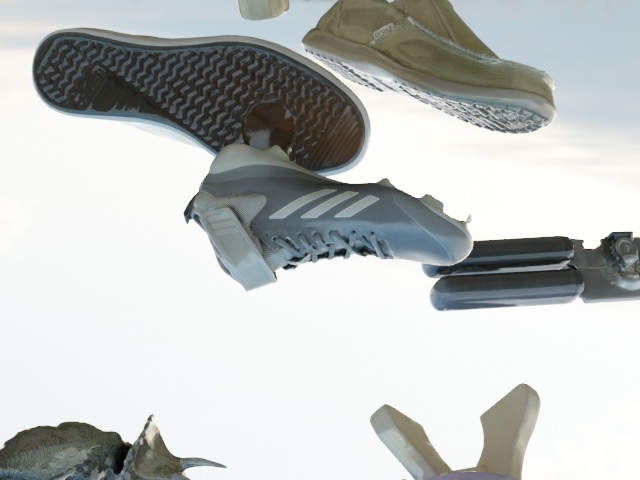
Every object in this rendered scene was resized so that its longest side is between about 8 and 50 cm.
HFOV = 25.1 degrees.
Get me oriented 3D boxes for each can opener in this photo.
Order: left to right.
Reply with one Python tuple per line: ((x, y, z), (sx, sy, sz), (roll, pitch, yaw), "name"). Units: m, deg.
((0.233, 0.042, 1.509), (0.283, 0.076, 0.095), (-3, 155, -21), "can opener")

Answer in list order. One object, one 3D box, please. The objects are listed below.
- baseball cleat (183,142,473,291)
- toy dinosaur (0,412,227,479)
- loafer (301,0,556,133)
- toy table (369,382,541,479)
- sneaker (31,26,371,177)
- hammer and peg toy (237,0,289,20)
((0.000, 0.000, 0.991), (0.206, 0.109, 0.072), (18, 156, 30), "baseball cleat")
((-0.272, 0.228, 1.463), (0.313, 0.121, 0.160), (10, 141, -33), "toy dinosaur")
((0.094, -0.164, 1.224), (0.268, 0.092, 0.102), (24, -179, 39), "loafer")
((0.161, 0.286, 1.579), (0.252, 0.274, 0.161), (-33, -140, 9), "toy table")
((-0.085, -0.124, 1.198), (0.290, 0.106, 0.123), (17, -171, 15), "sneaker")
((0.062, -0.286, 1.116), (0.266, 0.127, 0.361), (-5, -157, 10), "hammer and peg toy")
